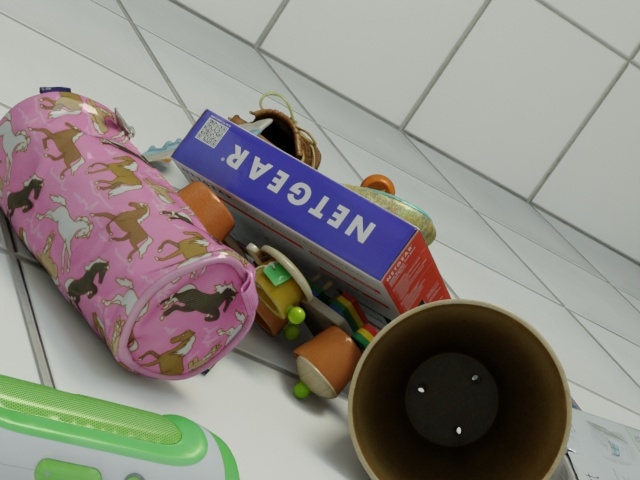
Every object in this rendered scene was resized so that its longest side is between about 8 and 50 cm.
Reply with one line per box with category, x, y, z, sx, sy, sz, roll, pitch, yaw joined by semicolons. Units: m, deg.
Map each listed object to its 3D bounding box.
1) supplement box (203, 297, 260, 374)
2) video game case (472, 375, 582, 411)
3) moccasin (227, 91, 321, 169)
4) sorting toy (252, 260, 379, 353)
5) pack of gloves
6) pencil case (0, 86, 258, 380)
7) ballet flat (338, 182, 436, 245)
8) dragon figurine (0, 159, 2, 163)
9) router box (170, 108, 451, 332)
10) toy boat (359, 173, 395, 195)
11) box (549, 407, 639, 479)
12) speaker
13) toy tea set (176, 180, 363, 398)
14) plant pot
supplement box;-0.117;0.090;1.556;0.056;0.083;0.083;34;13;2
video game case;0.303;0.235;1.981;0.204;0.025;0.285;24;18;-27
moccasin;-0.083;-0.161;2.378;0.139;0.147;0.380;39;14;19
sorting toy;0.020;0.099;1.772;0.274;0.046;0.132;34;-19;47
pack of gloves;-0.176;-0.125;2.088;0.232;0.195;0.046;-63;140;-76
pencil case;-0.216;-0.013;1.501;0.160;0.167;0.386;20;20;-45
ballet flat;-0.006;-0.034;2.103;0.349;0.123;0.123;21;11;9
dragon figurine;-0.454;-0.086;1.371;0.289;0.085;0.144;27;15;-27
router box;0.000;0.000;1.822;0.335;0.082;0.301;31;-12;24
toy boat;0.067;-0.040;2.301;0.151;0.151;0.231;25;16;-33
box;0.367;0.322;1.696;0.231;0.126;0.262;18;18;-9
speaker;-0.200;0.164;1.014;0.296;0.131;0.131;22;18;-43
toy tea set;-0.099;0.071;1.691;0.336;0.124;0.200;40;-16;35
plant pot;0.154;0.186;1.626;0.237;0.237;0.254;35;0;4
